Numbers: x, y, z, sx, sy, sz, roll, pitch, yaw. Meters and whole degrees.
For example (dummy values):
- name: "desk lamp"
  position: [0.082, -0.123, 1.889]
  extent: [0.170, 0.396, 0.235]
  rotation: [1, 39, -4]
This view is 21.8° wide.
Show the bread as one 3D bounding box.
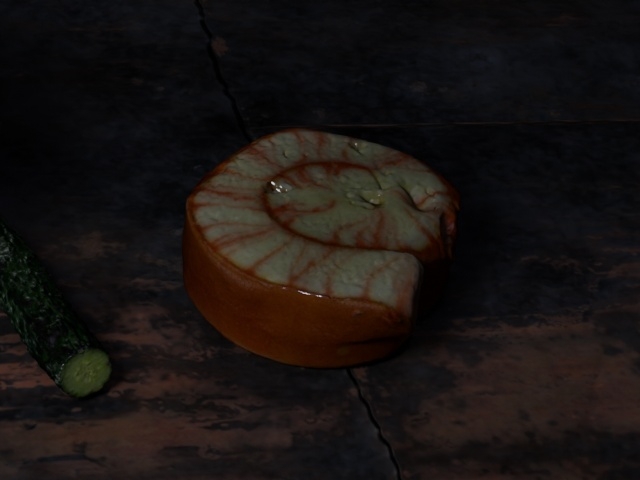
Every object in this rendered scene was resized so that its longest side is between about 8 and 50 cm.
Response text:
- name: "bread"
  position: [-0.002, -0.002, 1.841]
  extent: [0.295, 0.114, 0.328]
  rotation: [18, 37, 13]

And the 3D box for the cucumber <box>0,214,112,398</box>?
- name: "cucumber"
  position: [-0.305, 0.056, 1.735]
  extent: [0.067, 0.067, 0.293]
  rotation: [-14, 40, -29]
